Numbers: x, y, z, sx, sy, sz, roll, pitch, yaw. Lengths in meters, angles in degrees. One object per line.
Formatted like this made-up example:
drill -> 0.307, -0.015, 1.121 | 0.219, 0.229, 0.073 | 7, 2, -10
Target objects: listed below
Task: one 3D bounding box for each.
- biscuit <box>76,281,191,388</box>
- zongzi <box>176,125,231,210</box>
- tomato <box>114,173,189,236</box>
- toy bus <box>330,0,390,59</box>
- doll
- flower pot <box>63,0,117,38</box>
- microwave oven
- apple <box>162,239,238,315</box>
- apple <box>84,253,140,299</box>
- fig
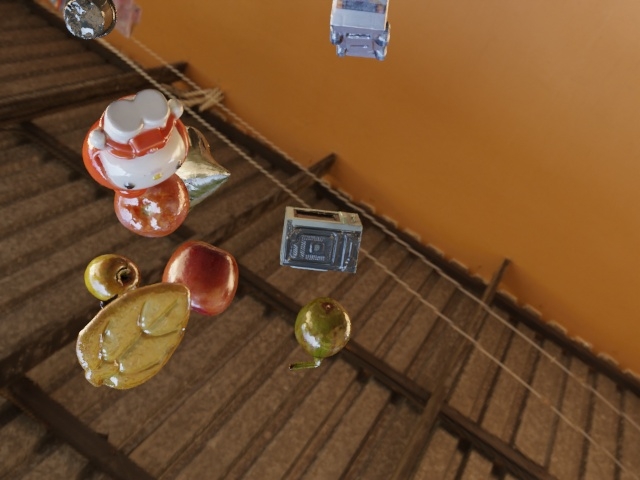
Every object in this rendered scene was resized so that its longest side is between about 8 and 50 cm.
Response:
biscuit -> -0.358, 0.184, 1.302 | 0.041, 0.260, 0.203 | 29, 161, 51
zongzi -> -0.398, -0.278, 2.209 | 0.160, 0.361, 0.322 | 25, -123, -38
tomato -> -0.476, -0.113, 1.867 | 0.208, 0.208, 0.184 | 19, -161, -12
toy bus -> 0.082, -0.432, 1.271 | 0.109, 0.135, 0.329 | 6, -172, 4
doll -> -0.276, -0.140, 0.994 | 0.161, 0.290, 0.129 | -31, -93, -20
flower pot -> -0.704, -0.681, 1.990 | 0.158, 0.157, 0.106 | 17, -154, -15
microwave oven -> 0.000, 0.000, 1.811 | 0.208, 0.162, 0.122 | 6, -161, -6
apple -> -0.285, 0.092, 1.581 | 0.181, 0.168, 0.181 | 22, 176, 1
apple -> -0.453, 0.079, 1.430 | 0.114, 0.102, 0.099 | -12, -89, -49
fig -> 0.004, 0.238, 1.608 | 0.148, 0.186, 0.142 | -17, -158, -29
